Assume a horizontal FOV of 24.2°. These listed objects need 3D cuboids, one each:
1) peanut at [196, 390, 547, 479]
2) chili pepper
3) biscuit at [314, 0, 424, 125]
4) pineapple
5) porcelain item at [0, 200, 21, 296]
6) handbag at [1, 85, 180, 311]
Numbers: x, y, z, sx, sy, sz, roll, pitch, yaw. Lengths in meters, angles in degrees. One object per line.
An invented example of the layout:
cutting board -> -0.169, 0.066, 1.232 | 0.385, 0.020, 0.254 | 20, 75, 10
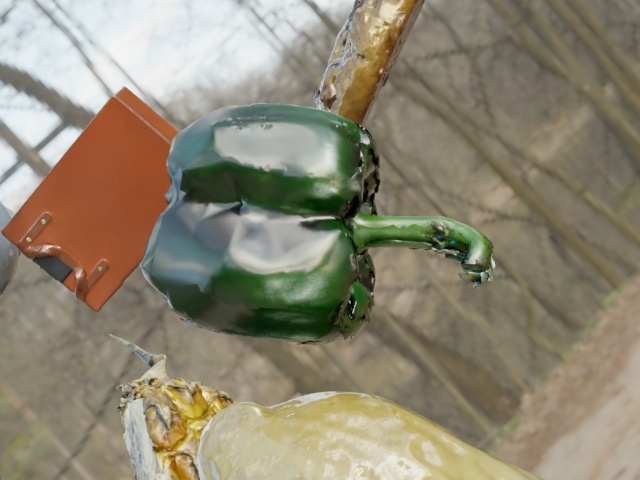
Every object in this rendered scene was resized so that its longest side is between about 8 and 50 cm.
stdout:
peanut -> 0.071, 0.206, 1.058 | 0.158, 0.340, 0.174 | -57, -2, -9
chili pepper -> 0.000, 0.000, 1.128 | 0.165, 0.261, 0.174 | 93, -175, -70
biscuit -> 0.055, -0.226, 1.755 | 0.334, 0.081, 0.289 | -67, 0, -73
pineapple -> -0.158, 0.219, 1.797 | 0.161, 0.158, 0.334 | -13, 16, -10
porcelain item -> -0.398, 0.019, 1.477 | 0.141, 0.141, 0.259 | -43, -9, 30
handbag -> -0.206, -0.037, 1.449 | 0.190, 0.127, 0.063 | -48, 6, 17
